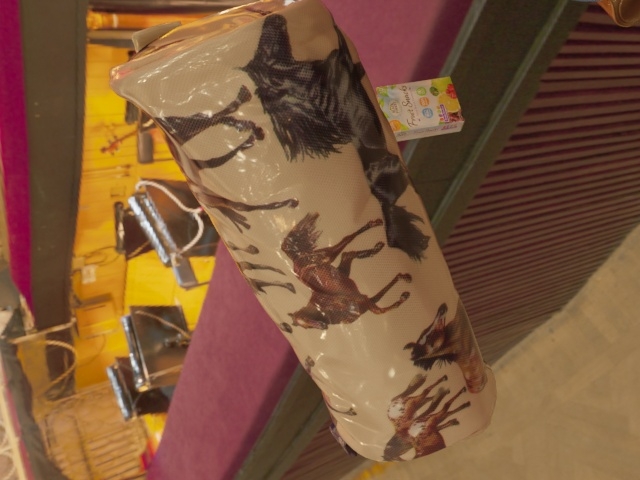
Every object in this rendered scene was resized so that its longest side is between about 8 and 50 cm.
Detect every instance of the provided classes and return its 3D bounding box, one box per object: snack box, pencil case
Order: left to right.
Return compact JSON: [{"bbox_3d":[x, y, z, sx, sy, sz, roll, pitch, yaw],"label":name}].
[{"bbox_3d":[0.000,0.000,0.465,0.183,0.160,0.411,-1,126,46],"label":"pencil case"},{"bbox_3d":[0.178,-0.237,1.010,0.037,0.141,0.100,92,168,-67],"label":"snack box"}]

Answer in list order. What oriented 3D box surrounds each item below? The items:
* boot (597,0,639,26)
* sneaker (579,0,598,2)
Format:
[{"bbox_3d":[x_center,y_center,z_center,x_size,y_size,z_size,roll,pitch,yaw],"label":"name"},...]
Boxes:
[{"bbox_3d":[0.521,-0.488,1.042,0.073,0.197,0.152,-49,43,29],"label":"boot"},{"bbox_3d":[0.170,-0.236,0.446,0.063,0.162,0.073,-52,16,46],"label":"sneaker"}]
